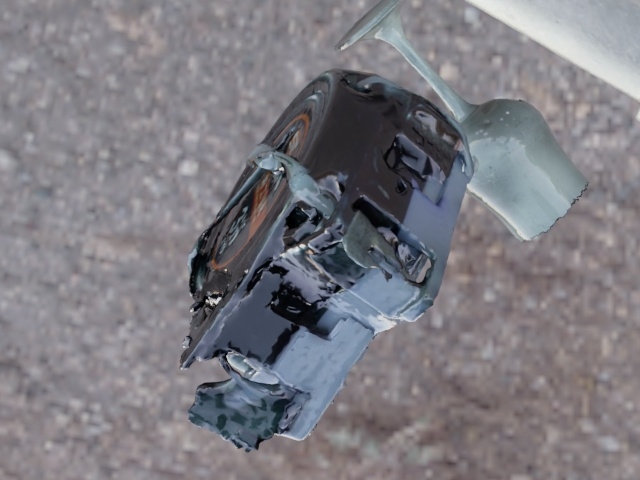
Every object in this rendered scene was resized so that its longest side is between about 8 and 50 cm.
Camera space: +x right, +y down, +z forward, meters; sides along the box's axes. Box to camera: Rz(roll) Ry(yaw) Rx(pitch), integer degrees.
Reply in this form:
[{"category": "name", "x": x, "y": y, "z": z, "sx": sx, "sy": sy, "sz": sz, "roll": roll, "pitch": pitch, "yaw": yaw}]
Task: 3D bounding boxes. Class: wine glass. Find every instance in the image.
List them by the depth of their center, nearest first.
[{"category": "wine glass", "x": 0.103, "y": -0.090, "z": 1.324, "sx": 0.195, "sy": 0.079, "sz": 0.079, "roll": 47, "pitch": 131, "yaw": -9}]

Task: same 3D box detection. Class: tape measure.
[{"category": "tape measure", "x": 0.001, "y": -0.002, "z": 0.504, "sx": 0.054, "sy": 0.094, "sz": 0.091, "roll": 32, "pitch": 122, "yaw": -14}]

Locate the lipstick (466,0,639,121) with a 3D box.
[{"category": "lipstick", "x": 0.170, "y": -0.092, "z": 0.843, "sx": 0.253, "sy": 0.077, "sz": 0.079, "roll": 33, "pitch": 144, "yaw": 10}]
